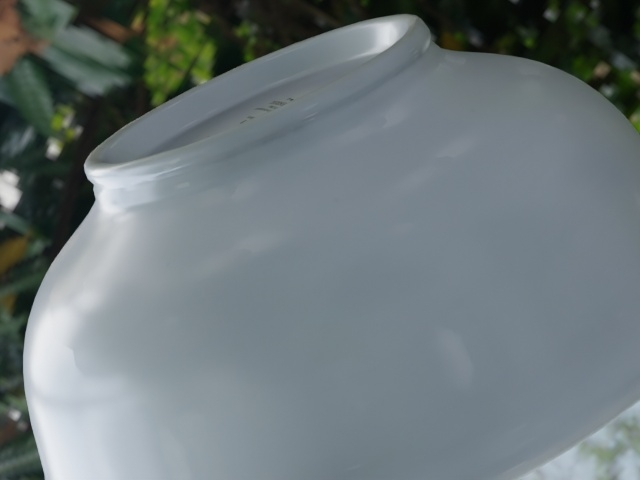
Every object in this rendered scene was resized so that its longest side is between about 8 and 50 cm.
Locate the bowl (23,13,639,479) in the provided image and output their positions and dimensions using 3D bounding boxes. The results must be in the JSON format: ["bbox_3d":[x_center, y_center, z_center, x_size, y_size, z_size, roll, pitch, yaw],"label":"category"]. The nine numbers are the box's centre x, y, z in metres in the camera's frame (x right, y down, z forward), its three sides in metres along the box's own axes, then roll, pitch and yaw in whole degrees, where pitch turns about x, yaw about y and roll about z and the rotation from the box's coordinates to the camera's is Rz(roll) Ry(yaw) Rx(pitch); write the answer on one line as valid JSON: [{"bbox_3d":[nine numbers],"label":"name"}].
[{"bbox_3d":[0.000,0.000,0.715,0.298,0.298,0.134,-44,-66,-57],"label":"bowl"}]
